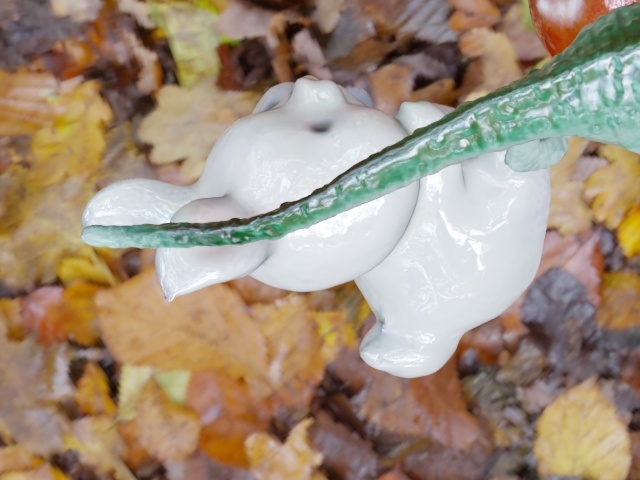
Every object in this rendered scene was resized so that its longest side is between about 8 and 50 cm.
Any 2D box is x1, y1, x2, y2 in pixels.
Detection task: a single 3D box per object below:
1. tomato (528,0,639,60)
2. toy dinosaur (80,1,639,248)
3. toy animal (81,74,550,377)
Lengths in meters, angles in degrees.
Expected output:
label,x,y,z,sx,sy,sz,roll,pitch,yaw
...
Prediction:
label,x,y,z,sx,sy,sz,roll,pitch,yaw
tomato,0.296,-0.218,1.071,0.226,0.298,0.298,27,124,-21
toy dinosaur,0.099,-0.037,0.606,0.383,0.129,0.076,-28,57,11
toy animal,0.004,-0.010,1.172,0.196,0.368,0.241,19,99,55
